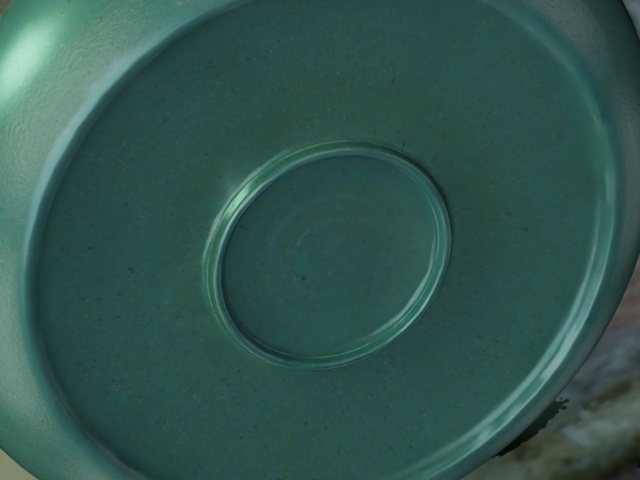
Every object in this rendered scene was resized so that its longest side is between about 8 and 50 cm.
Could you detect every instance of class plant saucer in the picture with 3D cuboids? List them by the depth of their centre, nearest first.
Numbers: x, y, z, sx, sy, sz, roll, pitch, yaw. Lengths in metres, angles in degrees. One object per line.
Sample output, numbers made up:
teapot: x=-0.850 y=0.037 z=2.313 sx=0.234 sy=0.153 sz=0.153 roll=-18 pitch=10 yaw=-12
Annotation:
plant saucer: x=0.000 y=0.000 z=0.788 sx=0.317 sy=0.044 sz=0.318 roll=-9 pitch=121 yaw=-16

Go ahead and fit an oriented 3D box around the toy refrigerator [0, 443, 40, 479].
toy refrigerator: x=-0.137 y=0.106 z=0.877 sx=0.102 sy=0.094 sz=0.270 roll=-24 pitch=122 yaw=-9
